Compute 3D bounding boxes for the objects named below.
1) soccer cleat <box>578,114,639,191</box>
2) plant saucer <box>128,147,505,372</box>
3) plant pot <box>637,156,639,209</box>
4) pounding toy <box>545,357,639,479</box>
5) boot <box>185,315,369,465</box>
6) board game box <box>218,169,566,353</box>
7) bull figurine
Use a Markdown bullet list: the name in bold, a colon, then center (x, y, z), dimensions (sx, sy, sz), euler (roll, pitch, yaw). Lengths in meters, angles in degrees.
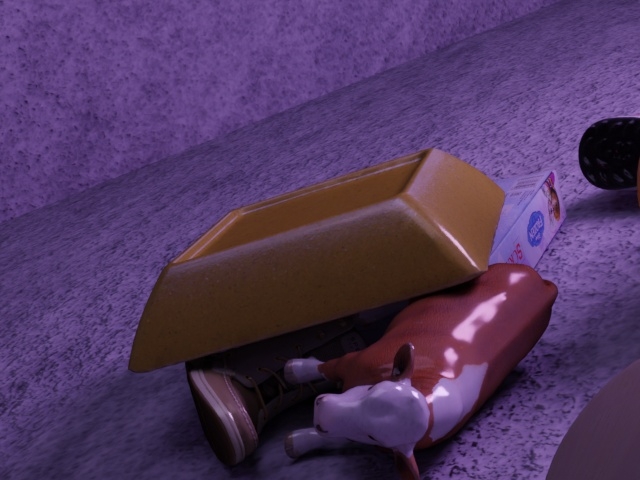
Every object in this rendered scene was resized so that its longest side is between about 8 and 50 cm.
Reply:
- **soccer cleat**: center (0.442, -0.098, 1.390), dimensions (0.116, 0.108, 0.318), euler (-7, 7, -43)
- **plant saucer**: center (0.000, 0.000, 1.215), dimensions (0.333, 0.081, 0.333), euler (-17, 10, 15)
- **plant pot**: center (0.402, -0.054, 1.113), dimensions (0.205, 0.205, 0.188), euler (-9, 1, 28)
- **pounding toy**: center (0.207, 0.170, 0.702), dimensions (0.237, 0.110, 0.183), euler (-44, 23, 10)
- **boot**: center (-0.032, 0.124, 1.128), dimensions (0.165, 0.077, 0.213), euler (-17, 10, -7)
- **board game box**: center (0.078, 0.025, 1.386), dimensions (0.318, 0.066, 0.319), euler (-9, 17, 28)
- **bull figurine**: center (0.073, 0.105, 1.029), dimensions (0.188, 0.101, 0.310), euler (-10, 13, 42)
